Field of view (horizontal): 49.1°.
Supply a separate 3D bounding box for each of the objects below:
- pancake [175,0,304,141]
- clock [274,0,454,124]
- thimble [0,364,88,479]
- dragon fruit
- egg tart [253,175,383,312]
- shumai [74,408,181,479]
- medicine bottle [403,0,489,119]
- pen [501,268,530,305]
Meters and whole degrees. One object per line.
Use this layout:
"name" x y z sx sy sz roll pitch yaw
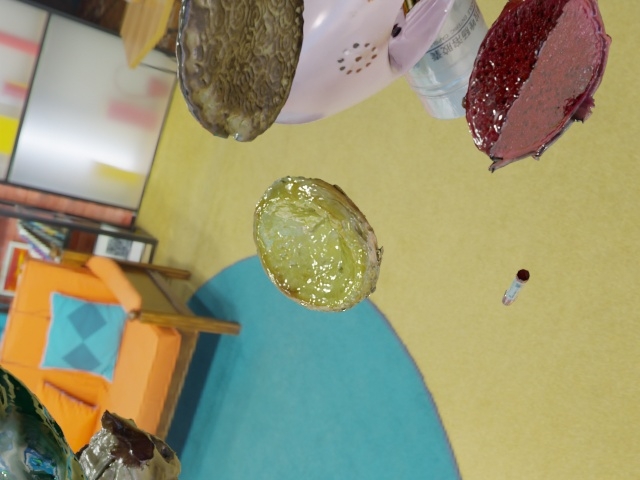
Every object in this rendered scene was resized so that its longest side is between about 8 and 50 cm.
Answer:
"pancake" -0.067 -0.183 0.640 0.021 0.199 0.199 15 92 25
"clock" 0.012 -0.314 0.905 0.250 0.368 0.377 42 92 14
"thimble" -0.229 0.170 0.298 0.167 0.254 0.288 -19 108 42
"dragon fruit" 0.316 -0.235 1.029 0.126 0.161 0.274 53 129 49
"egg tart" 0.000 0.000 1.428 0.315 0.120 0.315 16 122 28
"shumai" -0.309 0.373 1.152 0.120 0.201 0.201 -54 40 37
"medicine bottle" 0.222 -0.408 1.368 0.190 0.332 0.190 -23 42 22
"pen" 0.394 0.099 1.418 0.239 0.028 0.028 66 -156 -72
